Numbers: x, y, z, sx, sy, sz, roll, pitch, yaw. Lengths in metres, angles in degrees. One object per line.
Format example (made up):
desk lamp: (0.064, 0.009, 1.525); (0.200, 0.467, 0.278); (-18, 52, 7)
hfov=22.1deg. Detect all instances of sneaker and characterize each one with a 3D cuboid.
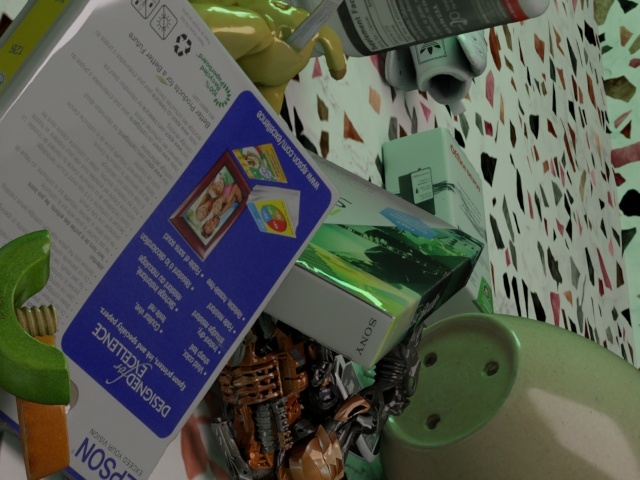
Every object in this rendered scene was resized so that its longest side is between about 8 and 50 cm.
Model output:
sneaker: (0.129, -0.324, 2.051); (0.366, 0.137, 0.210); (59, 26, -50)

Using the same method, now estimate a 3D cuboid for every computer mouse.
computer mouse: (0.008, 0.141, 1.653); (0.106, 0.042, 0.193); (-56, 127, -68)

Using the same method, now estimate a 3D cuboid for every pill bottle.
pill bottle: (0.082, -0.280, 1.700); (0.161, 0.283, 0.161); (-11, 90, -70)

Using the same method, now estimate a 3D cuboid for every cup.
cup: (0.191, 0.210, 1.744); (0.237, 0.331, 0.331); (46, 37, -38)

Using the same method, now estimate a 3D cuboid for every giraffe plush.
giraffe plush: (-0.095, -0.188, 1.398); (0.181, 0.210, 0.170); (42, 13, -54)

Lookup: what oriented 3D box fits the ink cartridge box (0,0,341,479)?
ink cartridge box: (-0.151, -0.006, 1.158); (0.307, 0.072, 0.303); (-54, 136, -15)

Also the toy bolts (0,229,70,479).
toy bolts: (-0.224, 0.132, 0.959); (0.218, 0.158, 0.228); (113, -32, -66)

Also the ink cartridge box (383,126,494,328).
ink cartridge box: (0.144, -0.011, 2.004); (0.153, 0.087, 0.208); (48, 34, -54)

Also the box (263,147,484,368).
box: (0.000, 0.000, 1.451); (0.058, 0.232, 0.322); (-66, 168, 19)

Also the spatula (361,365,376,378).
spatula: (0.085, 0.158, 1.882); (0.242, 0.019, 0.168); (30, 58, -63)

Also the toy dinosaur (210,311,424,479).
toy dinosaur: (-0.023, 0.162, 1.475); (0.218, 0.164, 0.322); (-51, 149, -46)
